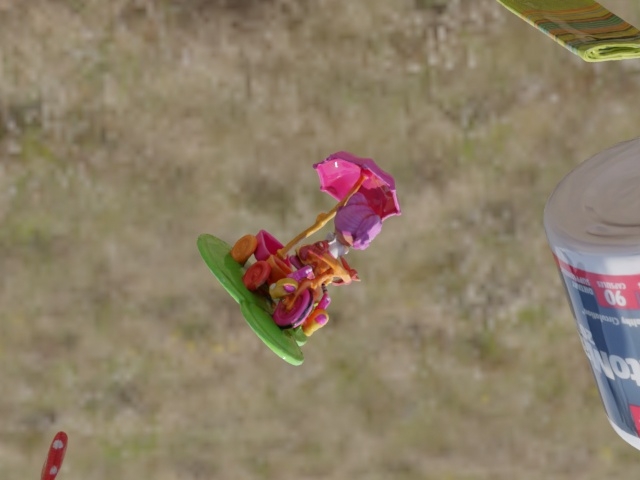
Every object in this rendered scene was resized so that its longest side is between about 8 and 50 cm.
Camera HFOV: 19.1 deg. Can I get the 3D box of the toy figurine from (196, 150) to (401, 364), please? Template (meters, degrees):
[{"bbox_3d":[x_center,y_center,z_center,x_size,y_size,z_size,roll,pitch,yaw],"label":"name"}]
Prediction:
[{"bbox_3d":[0.000,0.000,1.602,0.159,0.173,0.130,-44,119,10],"label":"toy figurine"}]

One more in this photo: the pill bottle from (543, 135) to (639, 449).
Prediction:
[{"bbox_3d":[0.184,0.046,0.946,0.108,0.180,0.108,-17,-151,10],"label":"pill bottle"}]

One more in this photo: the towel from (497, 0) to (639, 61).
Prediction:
[{"bbox_3d":[0.204,-0.231,1.786,0.102,0.021,0.237,-8,-143,-40],"label":"towel"}]

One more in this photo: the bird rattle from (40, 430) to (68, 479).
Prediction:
[{"bbox_3d":[-0.146,0.260,1.220,0.253,0.207,0.143,21,-138,33],"label":"bird rattle"}]
